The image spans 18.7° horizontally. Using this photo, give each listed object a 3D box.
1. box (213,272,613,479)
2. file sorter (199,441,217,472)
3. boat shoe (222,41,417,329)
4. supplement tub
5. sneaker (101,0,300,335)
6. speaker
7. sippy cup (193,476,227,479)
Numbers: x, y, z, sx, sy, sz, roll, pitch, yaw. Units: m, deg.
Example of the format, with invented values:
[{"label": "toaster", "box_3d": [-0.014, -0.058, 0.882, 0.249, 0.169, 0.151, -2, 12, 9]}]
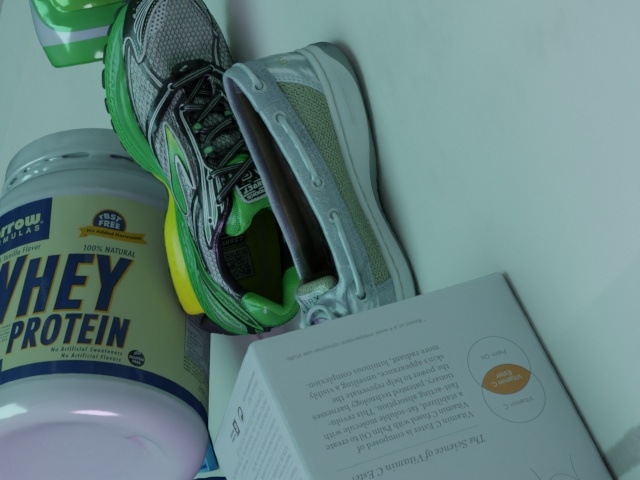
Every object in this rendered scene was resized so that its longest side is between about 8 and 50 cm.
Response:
[{"label": "box", "box_3d": [0.094, 0.228, 1.406, 0.345, 0.215, 0.168, 64, 155, 26]}, {"label": "file sorter", "box_3d": [-0.203, 0.194, 2.201, 0.118, 0.104, 0.170, -22, 84, 67]}, {"label": "boat shoe", "box_3d": [0.001, -0.001, 1.618, 0.118, 0.103, 0.320, 2, 105, 66]}, {"label": "supplement tub", "box_3d": [-0.224, 0.077, 1.914, 0.235, 0.235, 0.325, 112, 161, -55]}, {"label": "sneaker", "box_3d": [-0.088, -0.078, 1.778, 0.146, 0.134, 0.343, -1, 112, 59]}, {"label": "speaker", "box_3d": [-0.249, -0.330, 1.958, 0.131, 0.131, 0.296, 9, 112, 65]}, {"label": "sippy cup", "box_3d": [-0.098, 0.365, 1.939, 0.305, 0.240, 0.224, 30, 120, 47]}]
